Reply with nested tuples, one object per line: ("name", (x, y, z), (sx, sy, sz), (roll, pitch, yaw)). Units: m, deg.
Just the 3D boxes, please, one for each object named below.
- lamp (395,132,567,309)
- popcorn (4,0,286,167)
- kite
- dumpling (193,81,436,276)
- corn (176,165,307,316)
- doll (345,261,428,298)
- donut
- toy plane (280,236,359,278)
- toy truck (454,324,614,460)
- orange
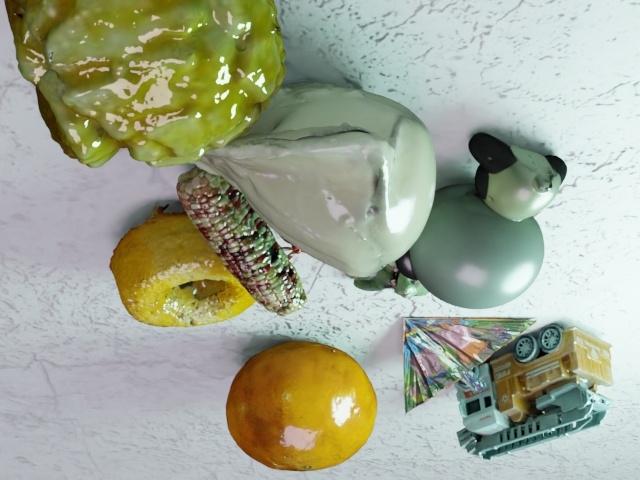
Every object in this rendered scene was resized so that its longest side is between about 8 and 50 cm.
("lamp", (0.227, -0.018, 1.247), (0.197, 0.198, 0.244), (14, 121, -22))
("popcorn", (-0.157, -0.214, 0.859), (0.247, 0.282, 0.282), (1, 147, 2))
("kite", (0.235, 0.203, 1.669), (0.321, 0.016, 0.234), (-41, 112, 20))
("dumpling", (-0.022, -0.076, 1.069), (0.315, 0.233, 0.395), (3, -179, 5))
("corn", (-0.106, 0.001, 1.258), (0.086, 0.086, 0.253), (-22, 115, 29))
("doll", (0.117, 0.063, 1.455), (0.150, 0.077, 0.115), (-4, 138, 25))
("donut", (-0.192, 0.043, 1.383), (0.253, 0.118, 0.253), (-14, 151, -8))
("toy plane", (0.005, -0.004, 1.342), (0.194, 0.077, 0.126), (11, 146, -21))
("toy truck", (0.387, 0.301, 1.717), (0.133, 0.184, 0.338), (25, 138, -33))
("orange", (-0.033, 0.314, 1.693), (0.284, 0.226, 0.284), (-2, 154, -1))
